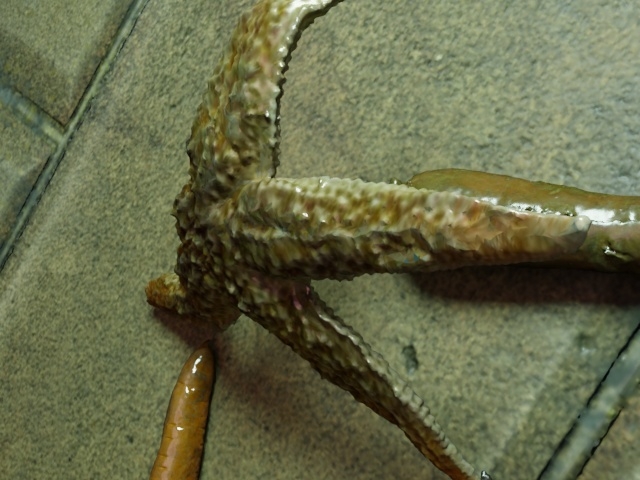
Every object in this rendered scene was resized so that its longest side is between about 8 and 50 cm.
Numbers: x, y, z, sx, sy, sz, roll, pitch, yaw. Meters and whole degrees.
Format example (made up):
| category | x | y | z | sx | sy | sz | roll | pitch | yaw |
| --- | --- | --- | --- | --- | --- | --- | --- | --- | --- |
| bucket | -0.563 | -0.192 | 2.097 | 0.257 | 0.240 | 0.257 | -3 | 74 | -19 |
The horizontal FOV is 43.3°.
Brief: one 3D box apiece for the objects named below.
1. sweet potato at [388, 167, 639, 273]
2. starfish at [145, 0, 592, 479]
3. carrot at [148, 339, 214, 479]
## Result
| category | x | y | z | sx | sy | sz | roll | pitch | yaw |
| --- | --- | --- | --- | --- | --- | --- | --- | --- | --- |
| sweet potato | 0.173 | -0.011 | 0.573 | 0.273 | 0.075 | 0.075 | 6 | 82 | 31 |
| starfish | -0.007 | 0.001 | 0.593 | 0.384 | 0.132 | 0.398 | 34 | 126 | 26 |
| carrot | -0.130 | 0.199 | 0.732 | 0.057 | 0.057 | 0.224 | 4 | 77 | 34 |
